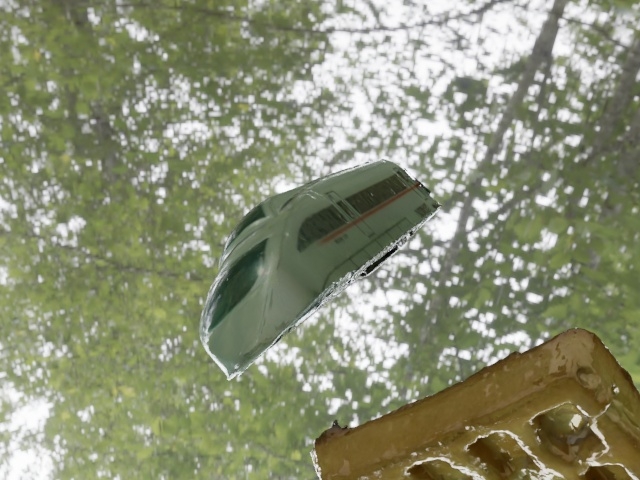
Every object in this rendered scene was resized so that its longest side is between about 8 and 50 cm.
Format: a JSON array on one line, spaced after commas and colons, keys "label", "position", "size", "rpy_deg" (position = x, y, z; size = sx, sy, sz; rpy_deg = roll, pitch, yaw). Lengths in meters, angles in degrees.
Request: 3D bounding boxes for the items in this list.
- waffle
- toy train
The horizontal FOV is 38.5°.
[{"label": "waffle", "position": [0.199, 0.258, 0.958], "size": [0.304, 0.348, 0.077], "rpy_deg": [46, -148, -23]}, {"label": "toy train", "position": [0.000, 0.000, 0.693], "size": [0.088, 0.086, 0.407], "rpy_deg": [49, -160, 4]}]
